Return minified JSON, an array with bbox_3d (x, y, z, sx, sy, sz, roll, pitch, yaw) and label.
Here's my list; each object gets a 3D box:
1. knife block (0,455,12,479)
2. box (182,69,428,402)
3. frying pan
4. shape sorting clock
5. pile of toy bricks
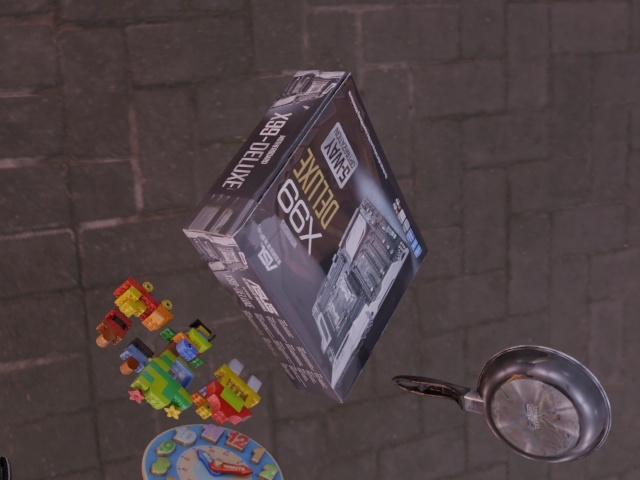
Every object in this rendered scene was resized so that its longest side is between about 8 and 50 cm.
[{"bbox_3d":[-0.508,0.452,1.329,0.088,0.242,0.275,-41,86,18],"label":"knife block"},{"bbox_3d":[0.000,0.000,1.007,0.242,0.077,0.307,-57,139,-28],"label":"box"},{"bbox_3d":[0.260,0.218,1.293,0.053,0.326,0.197,-39,148,-52],"label":"frying pan"},{"bbox_3d":[-0.151,0.330,1.257,0.206,0.206,0.040,8,113,-27],"label":"shape sorting clock"},{"bbox_3d":[-0.184,0.155,1.034,0.212,0.118,0.105,44,35,-11],"label":"pile of toy bricks"}]
